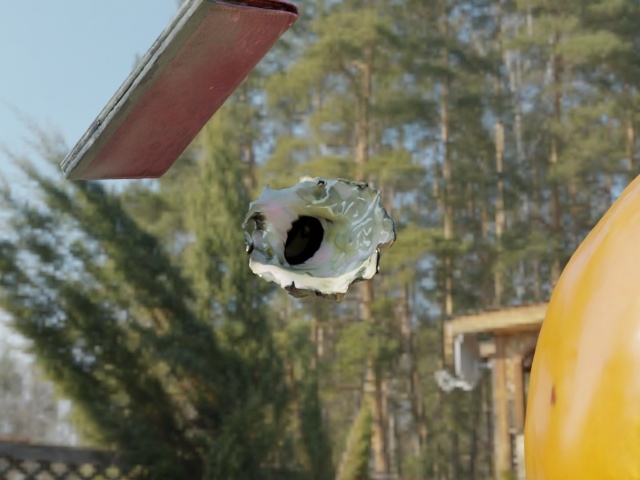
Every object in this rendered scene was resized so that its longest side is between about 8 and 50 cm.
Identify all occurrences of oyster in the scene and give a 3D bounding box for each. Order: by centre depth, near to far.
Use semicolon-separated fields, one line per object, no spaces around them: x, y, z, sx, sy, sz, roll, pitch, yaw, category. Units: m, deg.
-0.004;0.006;1.012;0.209;0.133;0.072;24;-32;50;oyster

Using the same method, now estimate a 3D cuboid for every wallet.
-0.123;-0.130;1.011;0.119;0.025;0.232;-3;-32;-48;wallet

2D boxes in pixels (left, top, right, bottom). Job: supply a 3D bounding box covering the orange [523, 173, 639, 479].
0.249;0.084;0.523;0.312;0.312;0.312;0;-16;0;orange
